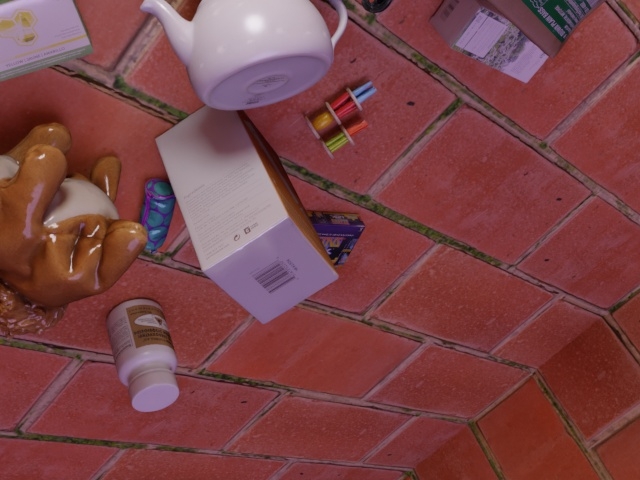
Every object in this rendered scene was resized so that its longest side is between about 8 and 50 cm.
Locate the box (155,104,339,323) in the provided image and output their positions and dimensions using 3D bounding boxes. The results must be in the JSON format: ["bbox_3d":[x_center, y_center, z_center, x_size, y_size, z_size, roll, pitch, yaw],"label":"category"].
[{"bbox_3d":[-0.136,-0.061,1.339,0.168,0.345,0.215,-32,141,6],"label":"box"}]

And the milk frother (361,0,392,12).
[{"bbox_3d":[0.042,-0.440,1.179,0.134,0.143,0.129,-9,146,-24],"label":"milk frother"}]

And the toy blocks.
[{"bbox_3d":[0.057,-0.242,1.481,0.148,0.054,0.123,-33,140,6],"label":"toy blocks"}]

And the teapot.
[{"bbox_3d":[-0.105,-0.336,1.194,0.252,0.187,0.256,-19,172,20],"label":"teapot"}]

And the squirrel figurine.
[{"bbox_3d":[-0.548,-0.025,1.217,0.370,0.281,0.397,26,116,-38],"label":"squirrel figurine"}]

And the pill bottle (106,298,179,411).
[{"bbox_3d":[-0.387,0.253,1.641,0.131,0.229,0.131,-16,141,-14],"label":"pill bottle"}]

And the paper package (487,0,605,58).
[{"bbox_3d":[0.260,-0.476,1.131,0.324,0.310,0.168,21,122,-44],"label":"paper package"}]

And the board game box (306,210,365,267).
[{"bbox_3d":[0.000,0.000,1.725,0.170,0.048,0.141,2,135,-31],"label":"board game box"}]

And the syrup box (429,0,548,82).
[{"bbox_3d":[0.335,-0.397,1.433,0.236,0.096,0.093,10,130,-38],"label":"syrup box"}]

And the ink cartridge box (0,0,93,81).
[{"bbox_3d":[-0.449,-0.353,1.070,0.171,0.056,0.235,-19,143,-8],"label":"ink cartridge box"}]

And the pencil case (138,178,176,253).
[{"bbox_3d":[-0.328,-0.049,1.469,0.070,0.064,0.152,-25,149,-45],"label":"pencil case"}]
